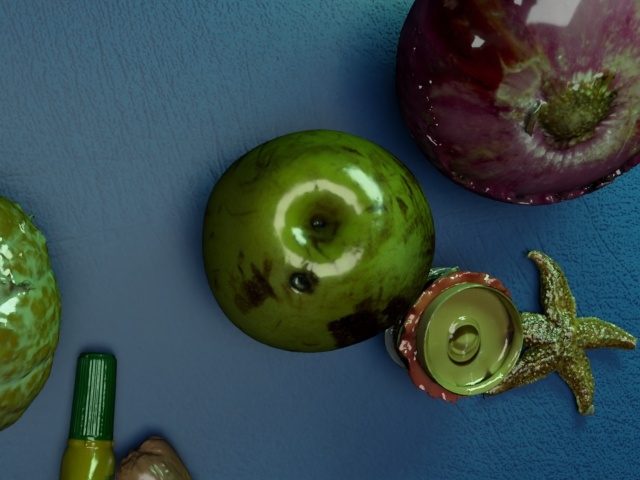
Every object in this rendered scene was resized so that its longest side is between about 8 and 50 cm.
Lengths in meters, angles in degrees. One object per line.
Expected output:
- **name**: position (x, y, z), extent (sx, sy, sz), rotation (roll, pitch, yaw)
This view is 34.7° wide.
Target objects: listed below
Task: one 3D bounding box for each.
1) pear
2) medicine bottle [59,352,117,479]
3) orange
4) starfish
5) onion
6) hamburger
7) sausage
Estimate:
- **pear**: position (0.000, 0.000, 1.174), extent (0.283, 0.283, 0.283), rotation (0, 92, -14)
- **medicine bottle**: position (-0.275, 0.263, 1.207), extent (0.064, 0.095, 0.260), rotation (2, 82, 3)
- **orange**: position (-0.436, 0.074, 1.063), extent (0.329, 0.249, 0.329), rotation (0, 102, 0)
- **starfish**: position (0.311, 0.130, 1.368), extent (0.227, 0.043, 0.240), rotation (-16, 93, -13)
- **onion**: position (0.263, -0.217, 1.231), extent (0.358, 0.345, 0.358), rotation (-1, 106, -3)
- **hamburger**: position (0.154, 0.110, 1.277), extent (0.175, 0.137, 0.175), rotation (-6, 102, -28)
- **sausage**: position (-0.155, 0.373, 1.240), extent (0.086, 0.086, 0.289), rotation (-29, 99, -11)
